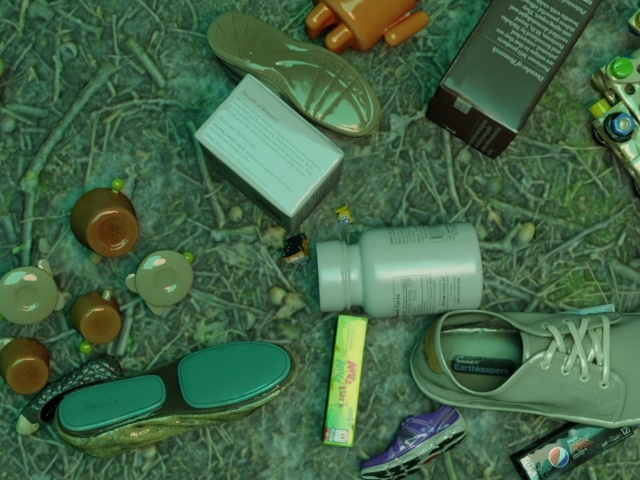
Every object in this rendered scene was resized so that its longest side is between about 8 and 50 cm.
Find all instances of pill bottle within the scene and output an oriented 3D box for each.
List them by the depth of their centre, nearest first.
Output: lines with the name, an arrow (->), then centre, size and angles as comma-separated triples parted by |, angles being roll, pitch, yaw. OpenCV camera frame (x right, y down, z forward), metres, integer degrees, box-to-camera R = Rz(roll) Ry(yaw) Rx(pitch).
pill bottle -> 0.110, 0.045, 1.613 | 0.229, 0.131, 0.131 | -4, 83, -2

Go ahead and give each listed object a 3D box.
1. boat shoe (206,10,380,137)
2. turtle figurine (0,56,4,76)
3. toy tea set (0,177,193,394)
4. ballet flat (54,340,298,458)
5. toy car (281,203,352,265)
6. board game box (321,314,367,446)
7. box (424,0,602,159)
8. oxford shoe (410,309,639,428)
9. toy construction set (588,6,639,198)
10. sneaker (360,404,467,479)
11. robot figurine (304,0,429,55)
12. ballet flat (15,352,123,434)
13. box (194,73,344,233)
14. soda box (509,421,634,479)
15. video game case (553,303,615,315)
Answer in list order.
boat shoe -> -0.039, -0.239, 1.664 | 0.285, 0.092, 0.103 | 29, 79, 5
turtle figurine -> -0.600, -0.314, 1.616 | 0.266, 0.274, 0.198 | -4, 49, 3
toy tea set -> -0.360, 0.069, 1.631 | 0.336, 0.124, 0.200 | -36, 115, -8
ballet flat -> -0.198, 0.230, 1.596 | 0.349, 0.123, 0.123 | -15, 84, -2
toy car -> 0.000, 0.000, 1.656 | 0.122, 0.060, 0.040 | -29, 116, 2
board game box -> 0.034, 0.201, 1.612 | 0.043, 0.092, 0.181 | 7, 83, -1
box -> 0.313, -0.322, 1.632 | 0.143, 0.191, 0.381 | 34, 84, 3
oxford shoe -> 0.351, 0.167, 1.572 | 0.449, 0.130, 0.169 | 1, 62, 4
toy construction set -> 0.525, -0.182, 1.649 | 0.215, 0.151, 0.327 | -37, 74, -5
sneaker -> 0.130, 0.293, 1.627 | 0.170, 0.068, 0.071 | -30, 59, -3
robot figurine -> 0.075, -0.368, 1.665 | 0.219, 0.128, 0.158 | -44, 48, -5
ballet flat -> -0.364, 0.226, 1.616 | 0.173, 0.057, 0.049 | -37, 63, -7
box -> -0.070, -0.119, 1.604 | 0.182, 0.181, 0.119 | 40, 83, 4
soda box -> 0.363, 0.296, 1.623 | 0.169, 0.060, 0.053 | -28, 85, -5
video game case -> 0.383, 0.146, 1.666 | 0.122, 0.011, 0.087 | -10, 84, -2
